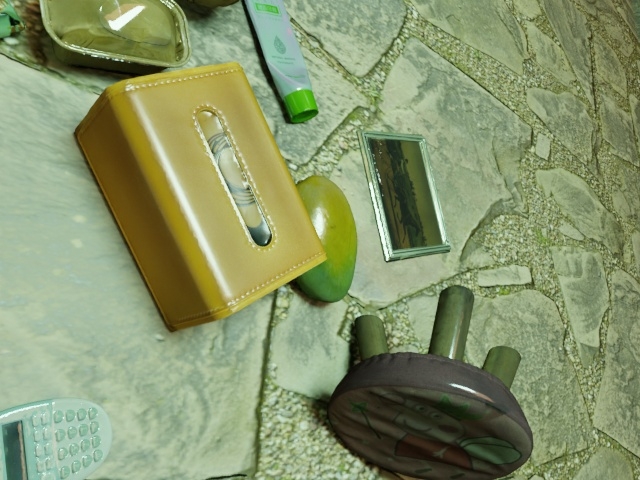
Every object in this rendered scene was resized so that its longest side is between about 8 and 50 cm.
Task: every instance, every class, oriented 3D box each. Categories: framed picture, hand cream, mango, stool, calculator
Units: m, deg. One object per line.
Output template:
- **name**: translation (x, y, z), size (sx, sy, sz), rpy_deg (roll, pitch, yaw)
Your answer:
- **framed picture**: translation (0.167, -0.092, 0.980), size (0.197, 0.014, 0.252), rpy_deg (-6, 81, -41)
- **hand cream**: translation (-0.068, -0.329, 0.843), size (0.079, 0.050, 0.275), rpy_deg (-2, 72, -68)
- **mango**: translation (0.000, 0.000, 0.771), size (0.130, 0.091, 0.195), rpy_deg (-22, 101, -44)
- **stool**: translation (0.160, 0.211, 0.737), size (0.272, 0.272, 0.178), rpy_deg (44, 41, -21)
- **calculator**: translation (-0.287, 0.211, 0.510), size (0.153, 0.021, 0.095), rpy_deg (-5, 80, -41)

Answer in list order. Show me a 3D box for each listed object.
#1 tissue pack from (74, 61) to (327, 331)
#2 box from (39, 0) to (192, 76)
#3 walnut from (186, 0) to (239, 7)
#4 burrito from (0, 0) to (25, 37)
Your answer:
- **tissue pack**: translation (-0.138, -0.057, 0.636), size (0.194, 0.145, 0.275), rpy_deg (-29, 97, -43)
- **box**: translation (-0.250, -0.264, 0.627), size (0.177, 0.111, 0.111), rpy_deg (-5, 80, -41)
- **walnut**: translation (-0.148, -0.433, 0.687), size (0.228, 0.228, 0.228), rpy_deg (13, 69, -36)
- **burrito**: translation (-0.448, -0.235, 0.488), size (0.288, 0.054, 0.104), rpy_deg (-28, 95, -41)
